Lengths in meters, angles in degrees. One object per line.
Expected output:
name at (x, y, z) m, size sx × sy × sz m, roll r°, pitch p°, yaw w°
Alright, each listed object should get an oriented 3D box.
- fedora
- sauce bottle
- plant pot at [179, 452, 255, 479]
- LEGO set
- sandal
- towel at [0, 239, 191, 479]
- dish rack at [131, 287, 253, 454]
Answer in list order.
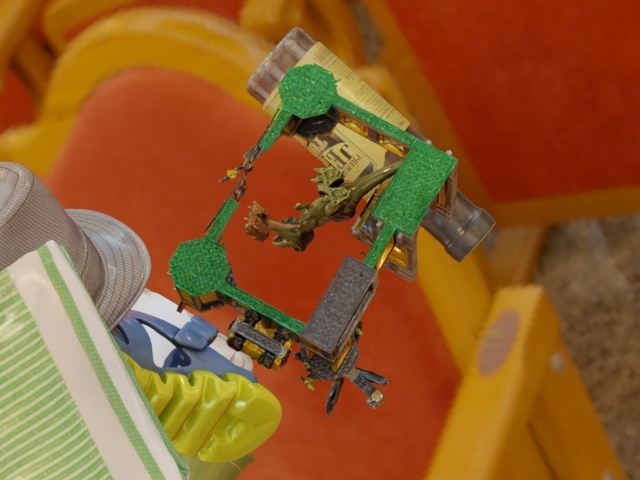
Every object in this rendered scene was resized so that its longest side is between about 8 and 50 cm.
fedora at (-0.289, 0.027, 1.462) m, size 0.275 × 0.124 × 0.243 m, roll -37°, pitch 41°, yaw -15°
sauce bottle at (0.065, -0.112, 2.173) m, size 0.111 × 0.344 × 0.111 m, roll -49°, pitch -1°, yaw -2°
plant pot at (-0.123, 0.247, 1.871) m, size 0.083 × 0.083 × 0.079 m, roll 5°, pitch 62°, yaw 46°
LEGO set at (0.000, 0.000, 1.867) m, size 0.254 × 0.192 × 0.331 m, roll 21°, pitch 74°, yaw 10°
sandal at (-0.191, 0.118, 1.690) m, size 0.126 × 0.317 × 0.138 m, roll -49°, pitch 42°, yaw 24°
towel at (-0.273, 0.177, 1.289) m, size 0.324 × 0.038 × 0.248 m, roll -34°, pitch 66°, yaw 3°
dish rack at (-0.248, 0.176, 2.176) m, size 0.333 × 0.285 × 0.072 m, roll -52°, pitch -11°, yaw -47°
